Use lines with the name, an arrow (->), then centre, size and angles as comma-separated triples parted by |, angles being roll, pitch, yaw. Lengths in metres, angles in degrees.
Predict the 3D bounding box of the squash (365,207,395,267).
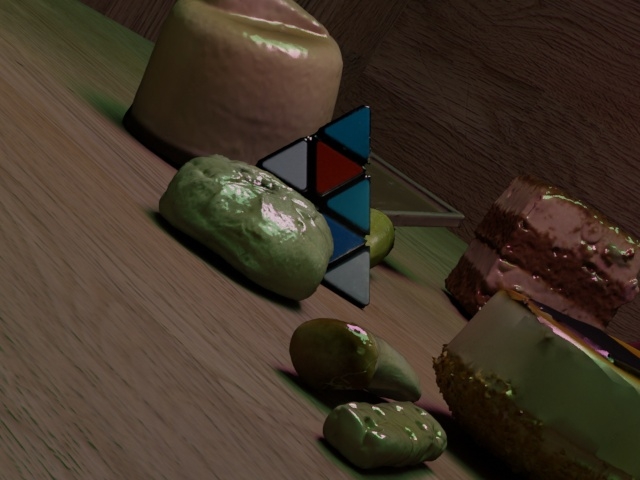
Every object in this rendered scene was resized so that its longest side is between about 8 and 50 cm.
squash -> 0.053, 0.005, 2.090 | 0.094, 0.094, 0.224 | 34, 13, 6

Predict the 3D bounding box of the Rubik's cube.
Rubik's cube -> -0.020, 0.001, 1.854 | 0.250, 0.284, 0.234 | -15, 66, -47

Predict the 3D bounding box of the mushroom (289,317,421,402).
mushroom -> 0.046, 0.122, 1.328 | 0.084, 0.071, 0.209 | -1, -14, 25

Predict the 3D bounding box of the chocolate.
chocolate -> -0.103, -0.243, 2.103 | 0.326, 0.297, 0.314 | 14, 19, -47

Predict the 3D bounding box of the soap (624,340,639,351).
soap -> 0.483, 0.245, 1.990 | 0.112, 0.182, 0.289 | 29, 14, -21

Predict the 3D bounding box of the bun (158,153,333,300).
bun -> -0.076, -0.022, 1.600 | 0.221, 0.108, 0.221 | 33, 7, -4

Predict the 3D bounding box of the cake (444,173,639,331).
cake -> 0.409, 0.059, 2.500 | 0.256, 0.290, 0.282 | 33, 4, -10

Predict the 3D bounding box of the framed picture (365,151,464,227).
framed picture -> 0.000, -0.112, 2.363 | 0.446, 0.028, 0.326 | 1, 29, -46

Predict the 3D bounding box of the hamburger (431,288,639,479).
hamburger -> 0.259, 0.180, 1.457 | 0.294, 0.179, 0.276 | 24, 9, -36

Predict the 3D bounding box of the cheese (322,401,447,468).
cheese -> 0.061, 0.169, 1.190 | 0.065, 0.043, 0.194 | 35, 7, 23
